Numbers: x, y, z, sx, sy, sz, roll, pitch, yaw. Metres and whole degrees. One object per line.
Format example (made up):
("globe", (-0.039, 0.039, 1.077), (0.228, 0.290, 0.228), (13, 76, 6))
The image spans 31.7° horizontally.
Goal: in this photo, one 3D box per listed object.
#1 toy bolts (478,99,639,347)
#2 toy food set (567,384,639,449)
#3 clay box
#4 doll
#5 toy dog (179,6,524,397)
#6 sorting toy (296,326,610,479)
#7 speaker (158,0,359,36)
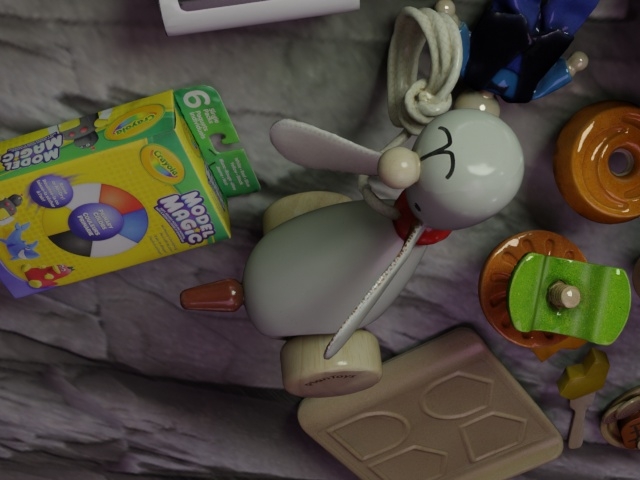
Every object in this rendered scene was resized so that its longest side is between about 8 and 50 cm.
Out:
("toy bolts", (0.262, 0.000, 0.979), (0.228, 0.158, 0.218), (14, 92, -9))
("toy food set", (0.367, 0.196, 1.227), (0.192, 0.038, 0.132), (-8, 136, -1))
("clay box", (-0.167, -0.037, 0.892), (0.222, 0.053, 0.127), (-15, 136, 8))
("doll", (0.145, -0.153, 0.827), (0.129, 0.046, 0.189), (14, 135, -13))
("toy dog", (0.000, 0.000, 0.824), (0.161, 0.220, 0.333), (-2, 138, -23))
("sorting toy", (0.159, 0.173, 1.176), (0.307, 0.041, 0.229), (-27, 129, 18))
("speaker", (-0.042, -0.175, 0.769), (0.136, 0.055, 0.055), (-7, 136, -1))
